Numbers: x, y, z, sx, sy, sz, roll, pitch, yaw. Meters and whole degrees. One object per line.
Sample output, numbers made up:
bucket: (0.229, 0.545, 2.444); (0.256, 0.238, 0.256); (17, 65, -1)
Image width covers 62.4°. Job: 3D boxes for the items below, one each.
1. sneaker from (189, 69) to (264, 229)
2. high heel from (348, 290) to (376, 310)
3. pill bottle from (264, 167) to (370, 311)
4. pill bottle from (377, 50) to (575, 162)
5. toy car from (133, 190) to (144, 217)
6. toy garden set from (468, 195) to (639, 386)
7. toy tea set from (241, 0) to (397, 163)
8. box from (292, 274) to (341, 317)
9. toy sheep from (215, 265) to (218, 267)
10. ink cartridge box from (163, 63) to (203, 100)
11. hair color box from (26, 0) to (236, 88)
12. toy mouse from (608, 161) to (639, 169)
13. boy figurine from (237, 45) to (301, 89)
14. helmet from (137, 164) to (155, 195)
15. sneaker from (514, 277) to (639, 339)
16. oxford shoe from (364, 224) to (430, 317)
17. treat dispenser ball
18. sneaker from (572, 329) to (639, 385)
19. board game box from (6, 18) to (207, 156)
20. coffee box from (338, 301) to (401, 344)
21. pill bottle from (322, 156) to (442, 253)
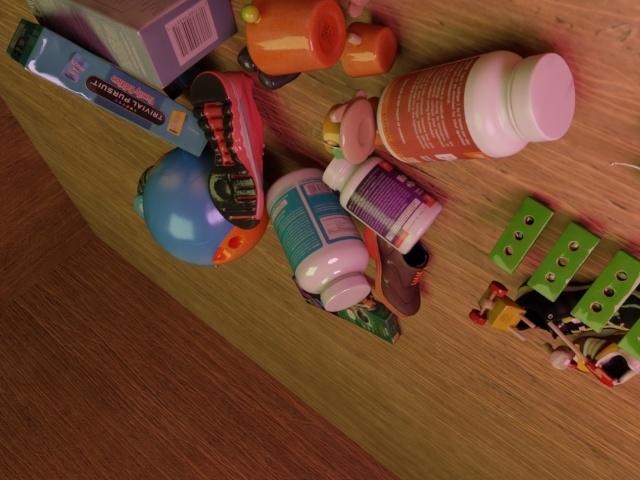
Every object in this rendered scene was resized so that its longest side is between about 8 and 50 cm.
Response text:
sneaker: (-0.145, -0.175, 1.026); (0.116, 0.136, 0.313); (7, 118, 30)
high heel: (0.019, 0.064, 1.254); (0.261, 0.093, 0.186); (33, 161, 41)
pill bottle: (0.000, 0.000, 1.015); (0.146, 0.146, 0.264); (96, 153, -60)
pill bottle: (0.182, -0.158, 0.642); (0.216, 0.121, 0.121); (7, 136, 53)
toy car: (-0.325, -0.141, 1.396); (0.210, 0.219, 0.238); (45, 127, -3)
toy garden set: (0.347, 0.086, 0.742); (0.244, 0.049, 0.203); (39, 117, 26)
toy tea set: (0.015, -0.224, 0.707); (0.124, 0.200, 0.336); (15, 149, 32)
box: (0.000, 0.157, 1.509); (0.162, 0.029, 0.116); (15, 143, 44)
toy sheep: (-0.386, 0.038, 1.834); (0.091, 0.091, 0.132); (3, 128, 55)
ink cartridge box: (-0.341, -0.395, 1.113); (0.180, 0.060, 0.104); (49, 155, -19)
hair color box: (-0.354, -0.425, 0.946); (0.374, 0.185, 0.113); (31, 154, 26)
toy mouse: (0.388, -0.082, 0.562); (0.143, 0.031, 0.161); (14, 142, 46)
boy figurine: (-0.050, -0.338, 0.748); (0.177, 0.092, 0.285); (44, 158, 5)
helmet: (-0.472, -0.149, 1.600); (0.162, 0.169, 0.169); (23, 152, 4)
sneaker: (0.387, 0.118, 0.794); (0.084, 0.097, 0.235); (52, 154, -19)
oxford shoe: (0.166, 0.063, 1.046); (0.098, 0.097, 0.271); (13, 141, 38)
treat dispenser ball: (-0.254, -0.085, 1.205); (0.288, 0.288, 0.288); (34, 153, 20)
sneaker: (0.444, 0.189, 0.836); (0.069, 0.084, 0.185); (39, 154, 10)
board game box: (-0.407, -0.295, 1.034); (0.336, 0.079, 0.254); (25, -175, -41)
coffee box: (0.118, 0.190, 1.372); (0.184, 0.040, 0.113); (23, 148, 38)
pill bottle: (0.102, -0.075, 0.906); (0.193, 0.108, 0.108); (39, 155, 9)
